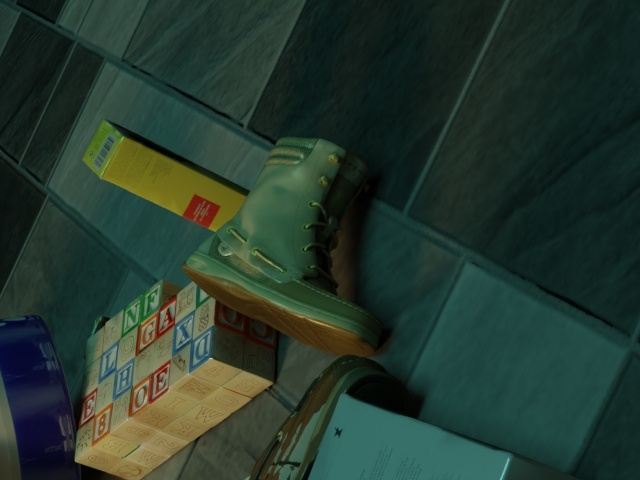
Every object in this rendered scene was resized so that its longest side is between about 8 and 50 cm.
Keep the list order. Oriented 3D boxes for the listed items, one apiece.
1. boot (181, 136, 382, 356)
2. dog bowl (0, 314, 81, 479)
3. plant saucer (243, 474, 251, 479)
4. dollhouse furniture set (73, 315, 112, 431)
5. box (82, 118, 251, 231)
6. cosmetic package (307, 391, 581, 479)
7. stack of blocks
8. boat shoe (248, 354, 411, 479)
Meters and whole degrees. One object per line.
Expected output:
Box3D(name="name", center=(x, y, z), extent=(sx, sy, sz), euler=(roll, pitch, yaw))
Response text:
Box3D(name="boot", center=(0.000, 0.000, 1.885), extent=(0.262, 0.095, 0.203), euler=(21, 70, 43))
Box3D(name="dog bowl", center=(-0.380, 0.228, 2.237), extent=(0.265, 0.104, 0.265), euler=(170, 90, -70))
Box3D(name="plant saucer", center=(-0.069, 0.299, 1.859), extent=(0.119, 0.021, 0.119), euler=(-39, 39, 40))
Box3D(name="dollhouse furniture set", center=(-0.278, 0.169, 2.263), extent=(0.058, 0.076, 0.152), euler=(13, 81, 64))
Box3D(name="box", center=(-0.150, -0.058, 2.046), extent=(0.058, 0.232, 0.087), euler=(-61, 29, 5))
Box3D(name="cosmetic package", center=(0.052, 0.341, 1.540), extent=(0.284, 0.097, 0.377), euler=(14, 81, 59))
Box3D(name="stack of blocks", center=(-0.167, 0.138, 2.080), extent=(0.297, 0.087, 0.171), euler=(-37, 39, 42))
Box3D(name="boat shoe", center=(-0.018, 0.253, 1.733), extent=(0.307, 0.110, 0.104), euler=(-57, 24, -3))
